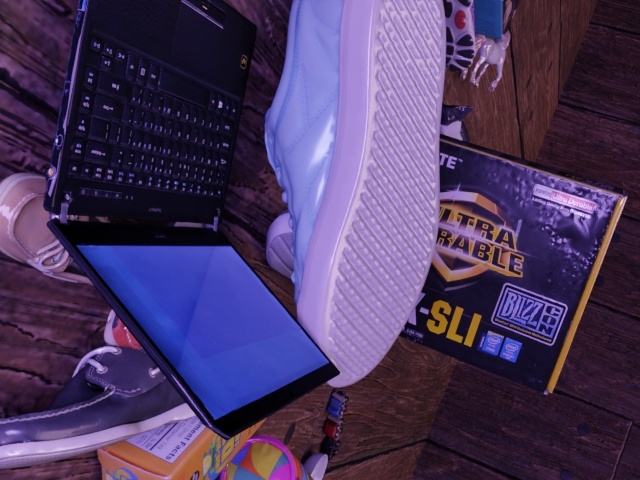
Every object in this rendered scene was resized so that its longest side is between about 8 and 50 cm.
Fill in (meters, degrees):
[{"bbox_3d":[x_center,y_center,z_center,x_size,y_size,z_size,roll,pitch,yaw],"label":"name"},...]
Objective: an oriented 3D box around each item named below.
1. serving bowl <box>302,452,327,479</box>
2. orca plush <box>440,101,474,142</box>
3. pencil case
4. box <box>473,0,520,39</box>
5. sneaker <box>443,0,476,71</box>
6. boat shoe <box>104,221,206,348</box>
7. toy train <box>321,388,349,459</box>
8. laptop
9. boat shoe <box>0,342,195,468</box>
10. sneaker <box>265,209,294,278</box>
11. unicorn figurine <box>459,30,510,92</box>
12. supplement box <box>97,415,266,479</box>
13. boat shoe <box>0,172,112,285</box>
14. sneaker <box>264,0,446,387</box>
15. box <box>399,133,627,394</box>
[{"bbox_3d":[-0.019,0.382,1.290,0.083,0.027,0.083,-53,155,-39],"label":"serving bowl"},{"bbox_3d":[0.166,-0.116,1.249,0.151,0.102,0.287,-21,137,-2],"label":"orca plush"},{"bbox_3d":[-0.057,0.327,1.029,0.104,0.104,0.236,-61,158,-22],"label":"pencil case"},{"bbox_3d":[0.261,-0.413,1.183,0.100,0.060,0.244,-65,160,-13],"label":"box"},{"bbox_3d":[0.192,-0.311,1.098,0.169,0.068,0.071,88,24,-47],"label":"sneaker"},{"bbox_3d":[-0.124,0.025,0.610,0.137,0.043,0.049,-76,149,-41],"label":"boat shoe"},{"bbox_3d":[0.021,0.312,1.334,0.036,0.027,0.158,-32,140,-44],"label":"toy train"},{"bbox_3d":[-0.055,-0.037,0.526,0.234,0.137,0.264,3,99,-74],"label":"laptop"},{"bbox_3d":[-0.161,0.115,0.592,0.233,0.084,0.079,-6,77,-62],"label":"boat shoe"},{"bbox_3d":[0.000,0.000,0.887,0.258,0.094,0.091,63,33,-71],"label":"sneaker"},{"bbox_3d":[0.286,-0.314,1.352,0.162,0.060,0.111,-12,123,-70],"label":"unicorn figurine"},{"bbox_3d":[-0.106,0.164,0.754,0.233,0.080,0.078,-41,144,-50],"label":"supplement box"},{"bbox_3d":[-0.152,0.002,0.504,0.056,0.048,0.153,-65,161,-14],"label":"boat shoe"},{"bbox_3d":[0.016,-0.060,0.712,0.135,0.150,0.365,5,96,-43],"label":"sneaker"},{"bbox_3d":[0.178,0.011,0.994,0.079,0.322,0.257,-23,131,-67],"label":"box"}]
